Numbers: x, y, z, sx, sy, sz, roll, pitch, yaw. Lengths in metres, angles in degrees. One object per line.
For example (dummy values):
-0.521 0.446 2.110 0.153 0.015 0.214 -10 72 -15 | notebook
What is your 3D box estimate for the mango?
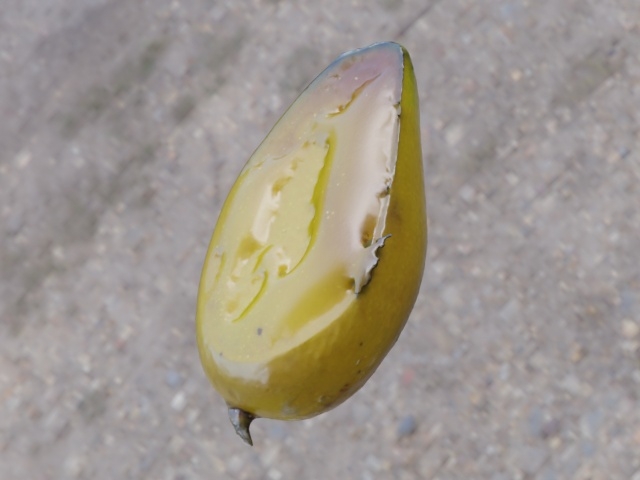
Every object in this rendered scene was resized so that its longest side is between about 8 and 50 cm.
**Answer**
0.000 0.000 0.764 0.101 0.066 0.187 4 71 36 | mango
